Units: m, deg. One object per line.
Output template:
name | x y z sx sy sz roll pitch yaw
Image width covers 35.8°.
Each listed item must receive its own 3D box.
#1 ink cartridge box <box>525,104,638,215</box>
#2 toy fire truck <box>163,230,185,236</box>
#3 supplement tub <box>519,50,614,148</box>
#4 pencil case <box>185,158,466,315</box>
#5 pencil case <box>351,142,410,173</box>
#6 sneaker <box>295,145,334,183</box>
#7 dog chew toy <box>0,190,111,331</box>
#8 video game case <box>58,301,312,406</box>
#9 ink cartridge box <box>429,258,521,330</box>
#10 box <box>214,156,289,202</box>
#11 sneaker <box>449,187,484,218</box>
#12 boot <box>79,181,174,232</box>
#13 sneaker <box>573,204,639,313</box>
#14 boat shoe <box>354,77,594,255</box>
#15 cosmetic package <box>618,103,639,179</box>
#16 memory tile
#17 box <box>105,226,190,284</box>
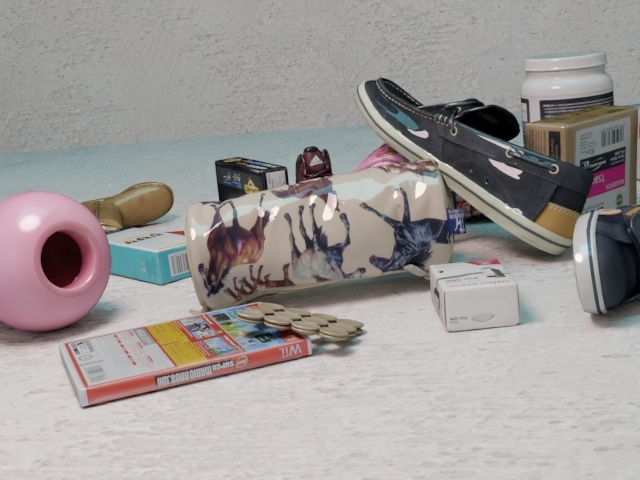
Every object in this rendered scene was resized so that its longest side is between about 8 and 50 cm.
ink cartridge box | 0.460 -0.127 1.736 0.235 0.193 0.088 -18 20 -40
toy fire truck | -0.191 -0.009 1.863 0.192 0.047 0.135 -4 13 5
supplement tub | 0.518 -0.252 2.074 0.191 0.272 0.191 -6 13 1
pencil case | 0.000 0.000 1.452 0.411 0.183 0.160 -11 -23 -5
pencil case | 0.164 -0.121 1.911 0.160 0.167 0.386 -24 6 21
sneaker | -0.007 -0.095 1.889 0.107 0.162 0.281 -9 13 -11
dog chew toy | -0.464 0.035 1.503 0.207 0.206 0.332 -18 9 -42
video game case | -0.178 0.138 1.265 0.285 0.025 0.204 -11 13 -19
ink cartridge box | 0.202 0.070 1.310 0.099 0.056 0.135 -6 12 -1
box | -0.114 -0.049 1.713 0.051 0.175 0.220 -11 14 -25
sneaker | 0.333 -0.104 1.940 0.145 0.090 0.270 -1 17 20
boot | -0.415 -0.040 2.039 0.236 0.089 0.269 -18 14 -5
sneaker | 0.417 0.010 1.312 0.128 0.126 0.321 -6 10 25
boat shoe | 0.251 -0.163 1.655 0.187 0.156 0.500 11 23 -47
cosmetic package | 0.770 -0.198 1.995 0.217 0.156 0.385 -9 12 -13
memory tile | -0.025 0.104 1.268 0.148 0.012 0.113 10 7 15
box | -0.314 0.024 1.748 0.101 0.060 0.244 -17 17 -40
